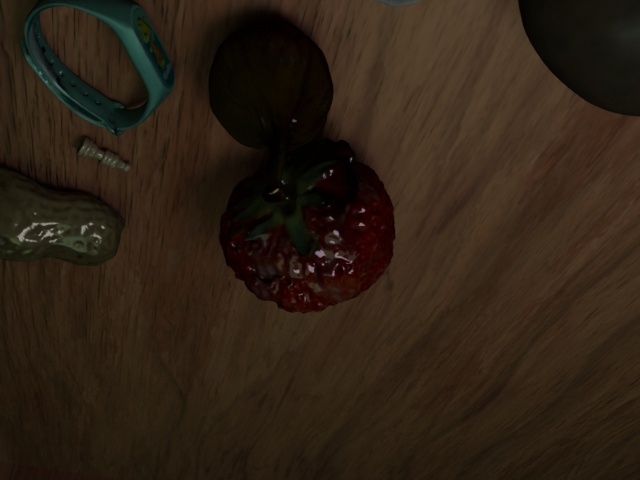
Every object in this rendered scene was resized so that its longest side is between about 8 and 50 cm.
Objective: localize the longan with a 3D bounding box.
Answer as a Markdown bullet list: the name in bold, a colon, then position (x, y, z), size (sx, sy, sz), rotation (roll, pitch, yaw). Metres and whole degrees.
- **longan**: position (0.386, -0.289, 0.780), size (0.319, 0.319, 0.319), rotation (2, 141, 2)

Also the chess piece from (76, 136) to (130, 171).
- **chess piece**: position (-0.374, -0.144, 1.205), size (0.092, 0.035, 0.035), rotation (27, 135, -31)

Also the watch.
- **watch**: position (-0.325, -0.262, 1.029), size (0.195, 0.068, 0.237), rotation (-8, 138, 16)

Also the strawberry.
- **strawberry**: position (-0.002, 0.002, 1.166), size (0.292, 0.292, 0.310), rotation (-19, 128, 25)

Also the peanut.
- **peanut**: position (-0.514, -0.028, 1.264), size (0.291, 0.159, 0.143), rotation (19, 164, -18)

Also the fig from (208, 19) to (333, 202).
- **fig**: position (-0.057, -0.164, 0.978), size (0.190, 0.290, 0.190), rotation (-15, 159, -6)

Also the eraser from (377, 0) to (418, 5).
- **eraser**: position (-0.005, -0.430, 0.735), size (0.331, 0.150, 0.331), rotation (4, 141, 3)
